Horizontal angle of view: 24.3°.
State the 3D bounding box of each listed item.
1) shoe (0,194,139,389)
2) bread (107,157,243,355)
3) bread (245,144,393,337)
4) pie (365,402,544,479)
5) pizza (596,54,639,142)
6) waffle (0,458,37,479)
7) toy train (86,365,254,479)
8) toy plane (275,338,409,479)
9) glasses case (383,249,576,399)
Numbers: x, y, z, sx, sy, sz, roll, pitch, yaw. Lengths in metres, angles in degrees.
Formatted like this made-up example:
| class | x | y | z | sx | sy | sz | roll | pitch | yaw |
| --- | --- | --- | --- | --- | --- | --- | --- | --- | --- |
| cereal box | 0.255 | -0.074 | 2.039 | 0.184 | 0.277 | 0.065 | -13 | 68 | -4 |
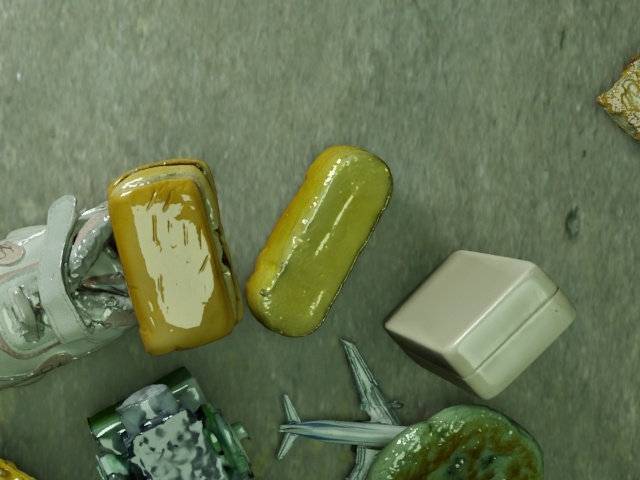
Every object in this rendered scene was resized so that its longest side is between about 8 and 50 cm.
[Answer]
| class | x | y | z | sx | sy | sz | roll | pitch | yaw |
| --- | --- | --- | --- | --- | --- | --- | --- | --- | --- |
| shoe | -0.286 | 0.048 | 1.668 | 0.351 | 0.198 | 0.172 | -31 | 96 | -8 |
| bread | -0.152 | 0.016 | 1.561 | 0.116 | 0.077 | 0.200 | -14 | 94 | -4 |
| bread | 0.000 | 0.000 | 1.768 | 0.102 | 0.094 | 0.245 | 29 | 88 | -18 |
| pie | 0.162 | 0.302 | 1.791 | 0.240 | 0.054 | 0.240 | -8 | 117 | -16 |
| pizza | 0.416 | -0.172 | 1.846 | 0.161 | 0.062 | 0.182 | 1 | 97 | -16 |
| waffle | -0.438 | 0.283 | 1.610 | 0.324 | 0.261 | 0.151 | 31 | 85 | -29 |
| toy train | -0.142 | 0.298 | 1.674 | 0.173 | 0.249 | 0.307 | -29 | 97 | -10 |
| toy plane | 0.054 | 0.235 | 1.801 | 0.226 | 0.058 | 0.226 | 5 | 88 | -13 |
| glasses case | 0.171 | 0.088 | 1.672 | 0.144 | 0.336 | 0.076 | -44 | 98 | -4 |
